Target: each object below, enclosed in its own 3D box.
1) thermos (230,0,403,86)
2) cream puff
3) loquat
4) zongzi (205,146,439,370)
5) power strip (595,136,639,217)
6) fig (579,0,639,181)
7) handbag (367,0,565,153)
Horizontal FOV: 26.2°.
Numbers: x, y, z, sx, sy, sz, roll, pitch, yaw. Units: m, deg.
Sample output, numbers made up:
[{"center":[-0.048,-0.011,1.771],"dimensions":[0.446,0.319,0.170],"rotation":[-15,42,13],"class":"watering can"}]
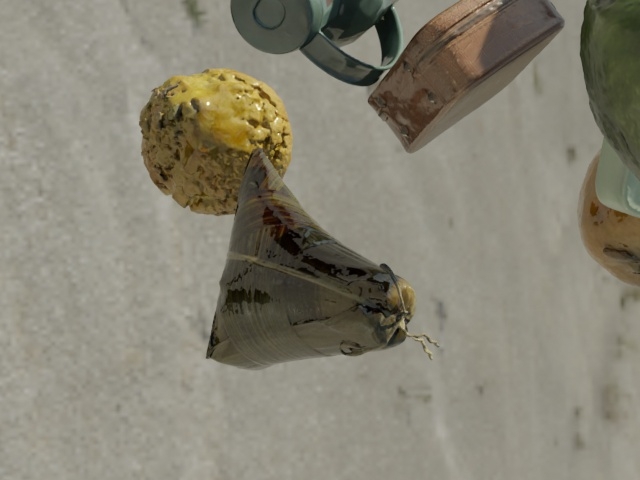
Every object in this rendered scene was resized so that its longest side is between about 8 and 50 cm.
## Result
[{"center":[0.011,-0.237,1.267],"dimensions":[0.182,0.145,0.286],"rotation":[46,32,-8],"class":"thermos"},{"center":[-0.124,-0.115,1.608],"dimensions":[0.129,0.189,0.189],"rotation":[-95,179,-73],"class":"cream puff"},{"center":[0.408,-0.054,1.625],"dimensions":[0.238,0.193,0.238],"rotation":[-59,-178,3],"class":"loquat"},{"center":[0.000,0.000,1.340],"dimensions":[0.111,0.247,0.241],"rotation":[18,70,-43],"class":"zongzi"},{"center":[0.395,-0.037,1.013],"dimensions":[0.062,0.385,0.091],"rotation":[-127,-133,-75],"class":"power strip"},{"center":[0.257,-0.051,0.750],"dimensions":[0.203,0.203,0.235],"rotation":[-57,132,-67],"class":"fig"},{"center":[0.129,-0.161,1.216],"dimensions":[0.072,0.151,0.193],"rotation":[53,-16,6],"class":"handbag"}]
